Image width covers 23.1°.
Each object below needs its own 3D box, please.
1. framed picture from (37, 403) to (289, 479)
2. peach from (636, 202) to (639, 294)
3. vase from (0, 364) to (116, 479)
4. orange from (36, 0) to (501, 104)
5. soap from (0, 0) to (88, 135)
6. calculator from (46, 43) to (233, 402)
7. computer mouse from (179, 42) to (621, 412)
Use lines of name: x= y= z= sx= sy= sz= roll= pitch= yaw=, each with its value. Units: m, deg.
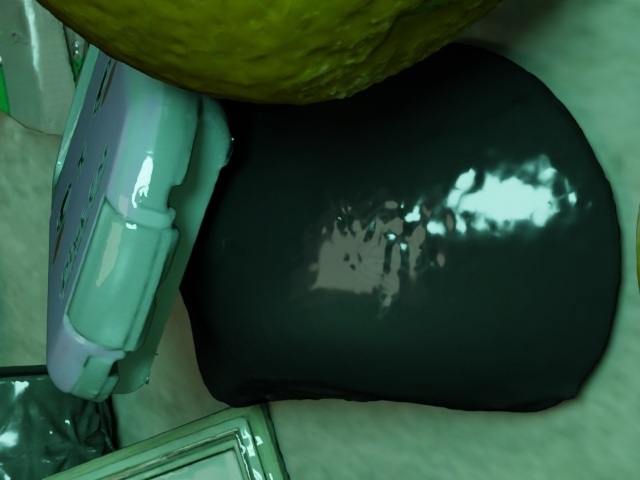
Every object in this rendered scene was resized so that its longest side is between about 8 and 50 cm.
framed picture: x=-0.123 y=0.231 z=0.764 sx=0.293 sy=0.018 sz=0.231 roll=-22 pitch=78 yaw=17
peach: x=0.159 y=0.000 z=0.385 sx=0.179 sy=0.103 sz=0.179 roll=20 pitch=116 yaw=48
vase: x=-0.152 y=0.221 z=0.853 sx=0.251 sy=0.156 sz=0.301 roll=-4 pitch=89 yaw=39
orange: x=-0.023 y=-0.159 z=0.500 sx=0.236 sy=0.236 sz=0.236 roll=18 pitch=113 yaw=51
soap: x=-0.238 y=-0.155 z=0.903 sx=0.273 sy=0.098 sz=0.218 roll=-2 pitch=97 yaw=55
calculator: x=-0.083 y=-0.035 z=0.684 sx=0.246 sy=0.045 sz=0.141 roll=-105 pitch=33 yaw=-61
computer mouse: x=0.000 y=0.000 z=0.628 sx=0.264 sy=0.088 sz=0.147 roll=-7 pitch=90 yaw=58
